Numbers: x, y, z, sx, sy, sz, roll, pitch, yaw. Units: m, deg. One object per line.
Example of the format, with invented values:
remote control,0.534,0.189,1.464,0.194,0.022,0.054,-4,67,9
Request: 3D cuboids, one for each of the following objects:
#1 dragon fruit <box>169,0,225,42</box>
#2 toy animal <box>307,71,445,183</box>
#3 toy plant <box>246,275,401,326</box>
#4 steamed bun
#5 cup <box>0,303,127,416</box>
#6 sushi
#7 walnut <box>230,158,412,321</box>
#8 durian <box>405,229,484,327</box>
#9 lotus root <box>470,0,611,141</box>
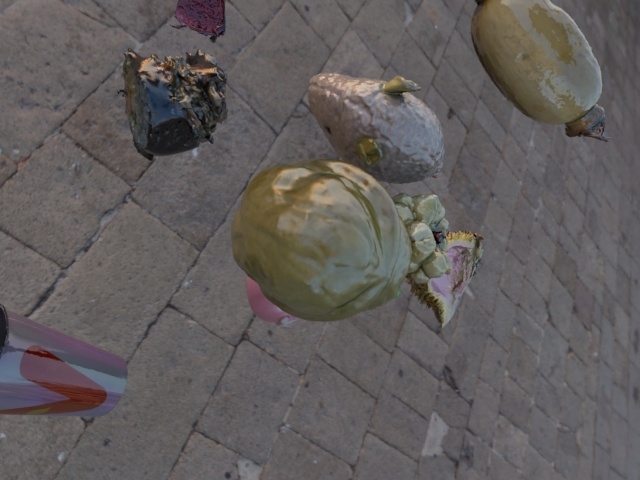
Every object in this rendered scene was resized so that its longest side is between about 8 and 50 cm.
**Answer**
dragon fruit,-0.231,-0.470,0.863,0.102,0.096,0.147,9,107,-27
toy animal,0.138,-0.217,0.923,0.359,0.226,0.188,22,98,-28
toy plant,0.003,0.108,1.171,0.317,0.356,0.210,41,36,-60
steamed bun,0.218,-0.018,0.949,0.192,0.106,0.177,46,36,-40
cup,-0.535,0.256,0.860,0.288,0.203,0.202,43,53,-52
sushi,-0.308,-0.301,0.971,0.219,0.225,0.238,-23,80,-30
walnut,0.001,0.001,0.740,0.253,0.277,0.282,-51,148,-14
durian,0.337,0.089,1.356,0.186,0.195,0.304,-5,119,-26
lotus root,0.160,-0.131,0.327,0.150,0.062,0.073,47,29,-11
